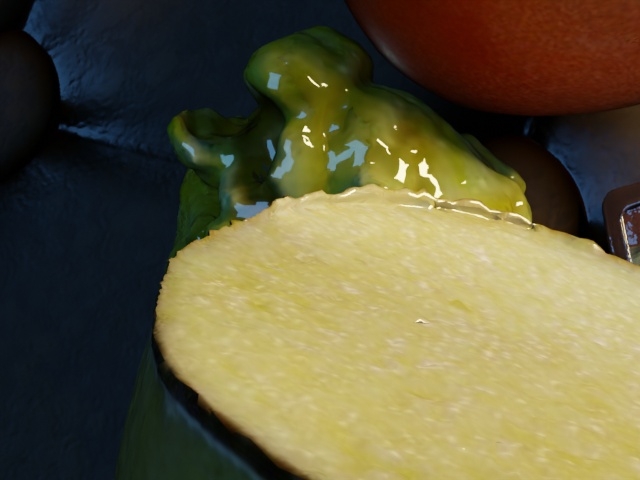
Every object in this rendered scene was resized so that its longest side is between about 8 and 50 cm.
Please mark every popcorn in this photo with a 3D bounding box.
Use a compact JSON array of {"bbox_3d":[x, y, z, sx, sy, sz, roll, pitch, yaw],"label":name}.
[{"bbox_3d":[0.000,0.000,1.004,0.242,0.235,0.250,45,111,12],"label":"popcorn"}]

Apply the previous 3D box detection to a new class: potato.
[{"bbox_3d":[0.077,0.189,0.736,0.385,0.442,0.319,22,113,10],"label":"potato"}]

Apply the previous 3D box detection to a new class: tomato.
[{"bbox_3d":[0.170,-0.242,0.977,0.341,0.273,0.341,-26,24,12],"label":"tomato"}]

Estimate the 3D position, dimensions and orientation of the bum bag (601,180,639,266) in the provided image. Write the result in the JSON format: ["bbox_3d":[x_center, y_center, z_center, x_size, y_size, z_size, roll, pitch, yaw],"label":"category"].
[{"bbox_3d":[0.279,-0.005,0.993,0.159,0.026,0.109,-16,67,25],"label":"bum bag"}]
